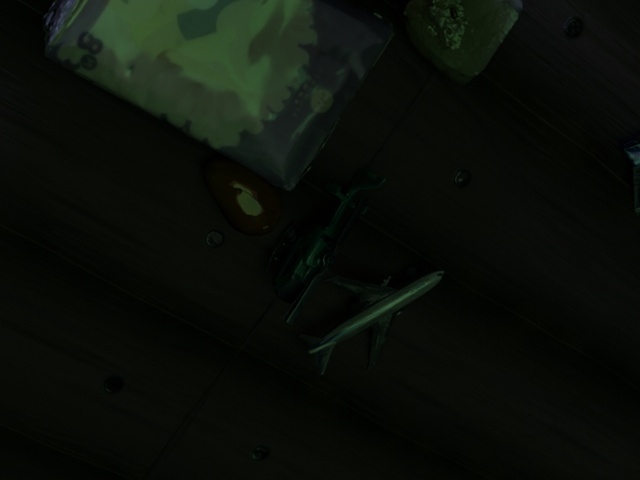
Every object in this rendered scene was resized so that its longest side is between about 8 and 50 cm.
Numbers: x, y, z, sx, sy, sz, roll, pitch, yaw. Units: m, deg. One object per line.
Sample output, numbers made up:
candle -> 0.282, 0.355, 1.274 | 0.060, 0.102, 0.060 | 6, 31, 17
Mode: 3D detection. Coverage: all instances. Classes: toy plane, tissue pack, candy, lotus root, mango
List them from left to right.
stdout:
tissue pack -> -0.120, -0.241, 1.160 | 0.344, 0.125, 0.242 | 29, 102, -24
mango -> -0.100, -0.056, 1.280 | 0.077, 0.063, 0.127 | -36, 116, 10
toy plane -> 0.000, 0.000, 1.318 | 0.060, 0.096, 0.235 | 35, 81, -28
toy plane -> 0.072, 0.100, 1.386 | 0.226, 0.058, 0.226 | -38, 139, -11
lotus root -> 0.169, -0.278, 1.259 | 0.144, 0.070, 0.143 | 22, 104, -23
candy -> 0.488, -0.102, 1.445 | 0.088, 0.038, 0.136 | -25, 126, -1
